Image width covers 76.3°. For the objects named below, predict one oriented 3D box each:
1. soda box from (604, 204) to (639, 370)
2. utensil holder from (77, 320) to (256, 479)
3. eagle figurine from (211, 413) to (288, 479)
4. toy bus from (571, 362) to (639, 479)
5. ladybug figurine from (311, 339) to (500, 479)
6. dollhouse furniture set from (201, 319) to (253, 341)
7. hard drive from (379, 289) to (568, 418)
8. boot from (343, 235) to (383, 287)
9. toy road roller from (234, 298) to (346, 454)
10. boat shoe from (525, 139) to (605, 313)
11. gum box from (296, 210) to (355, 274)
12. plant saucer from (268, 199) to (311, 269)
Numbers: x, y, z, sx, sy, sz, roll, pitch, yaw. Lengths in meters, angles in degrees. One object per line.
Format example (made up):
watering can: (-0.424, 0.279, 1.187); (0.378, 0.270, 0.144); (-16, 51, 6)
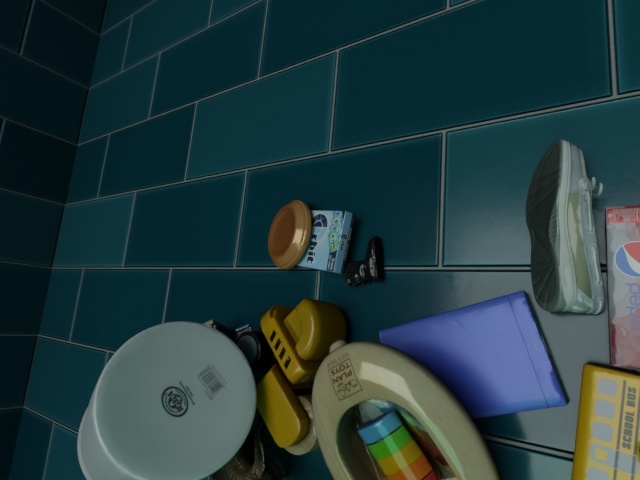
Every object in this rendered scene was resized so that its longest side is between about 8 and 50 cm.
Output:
soda box: (0.524, 0.078, 0.673); (0.083, 0.092, 0.263); (-1, 78, 35)
utensil holder: (-0.352, 0.393, 0.909); (0.385, 0.327, 0.328); (-49, 52, 47)
eagle figurine: (-0.146, 0.529, 0.974); (0.298, 0.226, 0.225); (48, 147, 40)
toy bus: (0.468, 0.373, 0.630); (0.130, 0.108, 0.333); (6, 82, 37)
ladybug figurine: (0.159, 0.381, 0.769); (0.305, 0.162, 0.449); (-36, 77, 26)
dollhouse furniture set: (-0.243, 0.289, 1.171); (0.183, 0.129, 0.129); (-24, 63, 2)
hard drive: (0.289, 0.249, 0.831); (0.318, 0.040, 0.210); (-24, 66, 29)
boot: (0.106, 0.055, 1.013); (0.099, 0.045, 0.121); (-14, 69, 39)
toy road roller: (-0.028, 0.286, 0.948); (0.240, 0.202, 0.329); (-48, 54, 16)
boat shoe: (0.457, -0.027, 0.749); (0.103, 0.118, 0.320); (5, 76, -1)
gum box: (0.000, 0.000, 1.079); (0.184, 0.041, 0.157); (6, 82, 48)
plant saucer: (-0.094, -0.019, 1.133); (0.200, 0.037, 0.200); (-30, 53, 49)
